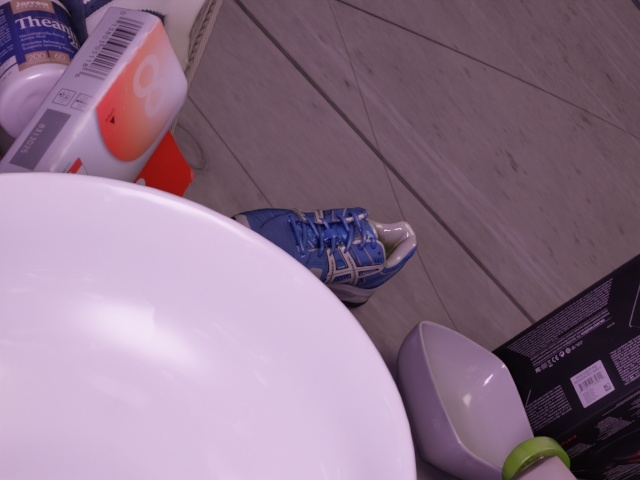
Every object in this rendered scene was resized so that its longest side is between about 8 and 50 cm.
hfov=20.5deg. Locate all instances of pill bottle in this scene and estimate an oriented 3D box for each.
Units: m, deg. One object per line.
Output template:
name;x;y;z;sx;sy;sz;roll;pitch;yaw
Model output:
pill bottle;-0.197;-0.127;1.203;0.067;0.067;0.120;30;28;-42

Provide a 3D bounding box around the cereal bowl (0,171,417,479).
cereal bowl;-0.128;0.129;0.906;0.339;0.141;0.339;13;42;-12

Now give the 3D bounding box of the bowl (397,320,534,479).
bowl;0.120;0.149;1.498;0.142;0.053;0.142;29;34;-44

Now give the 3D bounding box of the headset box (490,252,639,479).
headset box;0.312;0.131;1.667;0.293;0.218;0.110;17;43;-52

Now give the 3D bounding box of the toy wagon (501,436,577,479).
toy wagon;0.254;0.318;1.403;0.344;0.068;0.267;61;-5;-38

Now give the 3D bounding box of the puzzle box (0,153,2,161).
puzzle box;-0.262;-0.175;0.991;0.409;0.052;0.272;76;-5;-57

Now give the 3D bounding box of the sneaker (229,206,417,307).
sneaker;0.000;0.000;1.444;0.211;0.081;0.080;7;53;-56

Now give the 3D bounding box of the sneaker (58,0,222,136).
sneaker;-0.167;-0.141;1.311;0.148;0.131;0.350;16;45;-2

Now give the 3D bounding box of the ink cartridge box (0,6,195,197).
ink cartridge box;-0.128;-0.038;1.139;0.145;0.045;0.179;-59;148;-26
